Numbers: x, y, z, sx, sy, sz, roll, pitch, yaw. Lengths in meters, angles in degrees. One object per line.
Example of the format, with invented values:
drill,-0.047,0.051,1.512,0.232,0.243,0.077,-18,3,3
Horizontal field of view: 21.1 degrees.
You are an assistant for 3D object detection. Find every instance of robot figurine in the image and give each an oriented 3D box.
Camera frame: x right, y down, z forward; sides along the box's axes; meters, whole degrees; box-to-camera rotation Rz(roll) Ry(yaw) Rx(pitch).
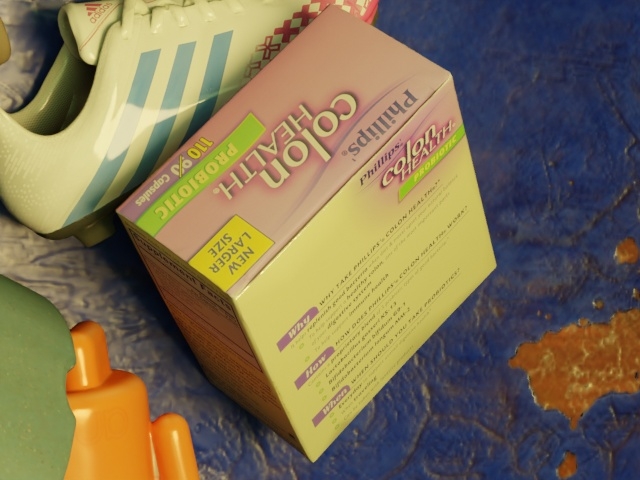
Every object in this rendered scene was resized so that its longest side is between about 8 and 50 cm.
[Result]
robot figurine,-0.178,0.169,1.200,0.158,0.128,0.219,-10,97,-36

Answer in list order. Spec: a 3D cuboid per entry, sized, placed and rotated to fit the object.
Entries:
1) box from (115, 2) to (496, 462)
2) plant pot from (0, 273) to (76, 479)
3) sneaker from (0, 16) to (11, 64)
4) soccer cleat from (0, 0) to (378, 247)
box,0.000,0.000,1.213,0.213,0.117,0.243,-46,149,-16
plant pot,-0.348,0.093,1.018,0.334,0.341,0.341,25,83,-34
sneaker,-0.278,-0.191,1.157,0.071,0.066,0.188,-32,106,-20
soccer cleat,-0.098,-0.136,1.217,0.331,0.116,0.143,-39,117,-17
